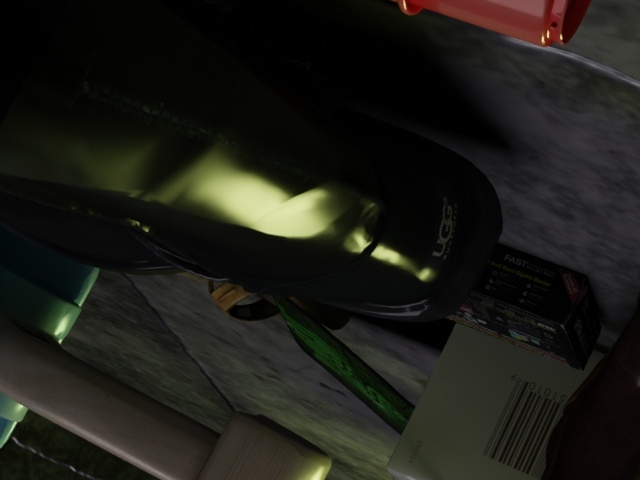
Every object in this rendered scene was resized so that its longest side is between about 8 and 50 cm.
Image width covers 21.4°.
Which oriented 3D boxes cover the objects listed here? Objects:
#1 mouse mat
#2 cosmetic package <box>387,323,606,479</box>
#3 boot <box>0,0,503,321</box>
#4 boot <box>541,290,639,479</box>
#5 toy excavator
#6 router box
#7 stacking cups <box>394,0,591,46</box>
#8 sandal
[{"bbox_3d":[0.031,0.115,1.408,0.189,0.007,0.152,41,168,25],"label":"mouse mat"},{"bbox_3d":[0.207,0.210,1.376,0.217,0.156,0.385,23,166,19],"label":"cosmetic package"},{"bbox_3d":[-0.149,-0.068,0.842,0.367,0.146,0.445,9,177,28],"label":"boot"},{"bbox_3d":[0.191,0.139,1.047,0.090,0.207,0.248,27,165,2],"label":"boot"},{"bbox_3d":[-0.239,0.061,1.154,0.433,0.222,0.445,30,177,-16],"label":"toy excavator"},{"bbox_3d":[0.126,0.038,1.154,0.122,0.038,0.092,21,164,23],"label":"router box"},{"bbox_3d":[-0.037,-0.163,0.688,0.316,0.096,0.096,19,163,16],"label":"stacking cups"},{"bbox_3d":[-0.059,0.050,1.496,0.180,0.049,0.072,20,164,26],"label":"sandal"}]
